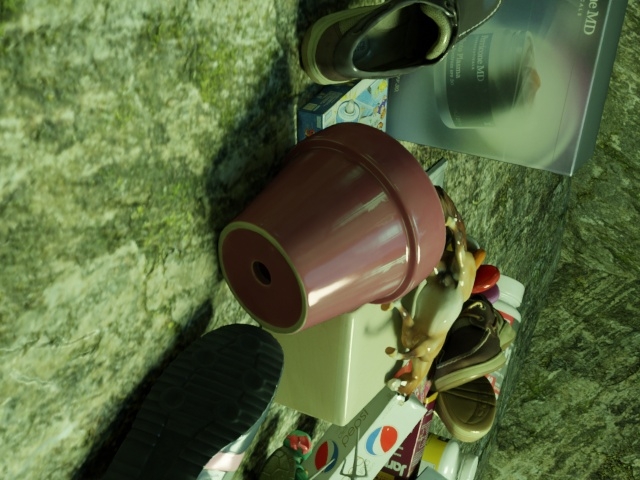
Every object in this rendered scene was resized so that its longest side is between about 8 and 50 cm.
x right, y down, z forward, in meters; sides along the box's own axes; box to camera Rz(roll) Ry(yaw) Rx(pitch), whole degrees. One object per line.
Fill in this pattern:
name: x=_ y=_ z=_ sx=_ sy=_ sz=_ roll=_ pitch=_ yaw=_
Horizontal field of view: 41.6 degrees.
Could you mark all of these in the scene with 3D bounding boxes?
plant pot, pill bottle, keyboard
plant pot: x=0.000 y=0.000 z=0.884 sx=0.180 sy=0.201 sz=0.201 roll=-34 pitch=137 yaw=-37
pill bottle: x=0.221 y=0.444 z=1.713 sx=0.103 sy=0.184 sz=0.103 roll=15 pitch=90 yaw=-69
pill bottle: x=0.379 y=0.223 z=1.991 sx=0.161 sy=0.161 sz=0.283 roll=48 pitch=59 yaw=-65
keyboard: x=0.180 y=-0.082 z=1.504 sx=0.256 sy=0.014 sz=0.072 roll=-38 pitch=143 yaw=-57

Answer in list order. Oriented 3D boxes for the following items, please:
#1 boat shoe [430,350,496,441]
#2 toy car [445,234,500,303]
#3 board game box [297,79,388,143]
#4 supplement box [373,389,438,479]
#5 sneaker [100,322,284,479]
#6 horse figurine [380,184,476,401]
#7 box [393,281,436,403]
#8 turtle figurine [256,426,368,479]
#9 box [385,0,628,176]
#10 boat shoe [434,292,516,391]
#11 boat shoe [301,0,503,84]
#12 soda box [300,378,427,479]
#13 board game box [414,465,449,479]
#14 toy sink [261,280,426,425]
boat shoe: x=0.264 y=0.302 z=1.688 sx=0.341 sy=0.121 sz=0.110 roll=-92 pitch=-162 yaw=-65
toy car: x=0.309 y=0.088 z=1.762 sx=0.159 sy=0.136 sz=0.182 roll=-54 pitch=151 yaw=-43
board game box: x=0.032 y=-0.138 z=1.059 sx=0.201 sy=0.035 sz=0.136 roll=-49 pitch=147 yaw=-48
supplement box: x=0.141 y=0.361 z=1.570 sx=0.081 sy=0.104 sz=0.188 roll=3 pitch=101 yaw=-68
sneaker: x=-0.140 y=0.222 z=0.809 sx=0.319 sy=0.112 sz=0.131 roll=-55 pitch=168 yaw=-36
horse figurine: x=0.139 y=0.069 z=1.062 sx=0.174 sy=0.066 sz=0.263 roll=40 pitch=69 yaw=-56
box: x=0.105 y=0.176 z=1.328 sx=0.257 sy=0.122 sz=0.128 roll=79 pitch=33 yaw=-49
turtle figurine: x=-0.040 y=0.339 z=1.100 sx=0.175 sy=0.118 sz=0.234 roll=-19 pitch=-135 yaw=65
box: x=0.245 y=-0.270 z=1.149 sx=0.182 sy=0.294 sz=0.296 roll=-30 pitch=131 yaw=-61
boat shoe: x=0.254 y=0.162 z=1.458 sx=0.123 sy=0.123 sz=0.342 roll=64 pitch=26 yaw=2
boat shoe: x=0.114 y=-0.243 z=0.965 sx=0.285 sy=0.092 sz=0.103 roll=-25 pitch=123 yaw=-27
soda box: x=0.053 y=0.296 z=1.216 sx=0.074 sy=0.069 sz=0.216 roll=32 pitch=100 yaw=-34
board game box: x=0.094 y=0.607 z=1.512 sx=0.318 sy=0.066 sz=0.318 roll=-29 pitch=143 yaw=-48
toy sink: x=0.031 y=0.104 z=1.085 sx=0.234 sy=0.131 sz=0.153 roll=-31 pitch=131 yaw=-55
